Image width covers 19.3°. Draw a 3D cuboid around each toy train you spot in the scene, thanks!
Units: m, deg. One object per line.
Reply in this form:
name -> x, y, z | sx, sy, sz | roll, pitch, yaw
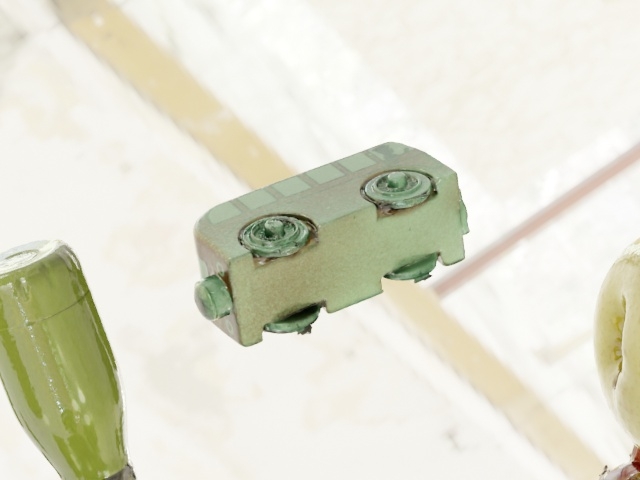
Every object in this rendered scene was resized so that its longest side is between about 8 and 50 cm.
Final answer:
toy train -> 0.000, 0.000, 2.020 | 0.159, 0.326, 0.129 | 35, 141, 53

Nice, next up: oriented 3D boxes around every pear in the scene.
pear -> 0.463, 0.117, 2.147 | 0.309, 0.309, 0.309 | 51, -167, -17

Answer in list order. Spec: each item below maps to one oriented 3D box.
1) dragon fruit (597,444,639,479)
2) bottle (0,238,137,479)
dragon fruit -> 0.398, 0.312, 2.332 | 0.125, 0.125, 0.246 | 64, -142, -59
bottle -> -0.246, 0.134, 1.797 | 0.112, 0.112, 0.260 | -81, -26, -72
